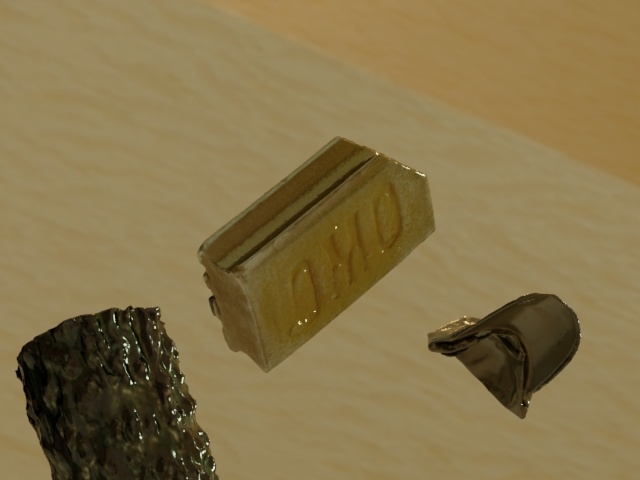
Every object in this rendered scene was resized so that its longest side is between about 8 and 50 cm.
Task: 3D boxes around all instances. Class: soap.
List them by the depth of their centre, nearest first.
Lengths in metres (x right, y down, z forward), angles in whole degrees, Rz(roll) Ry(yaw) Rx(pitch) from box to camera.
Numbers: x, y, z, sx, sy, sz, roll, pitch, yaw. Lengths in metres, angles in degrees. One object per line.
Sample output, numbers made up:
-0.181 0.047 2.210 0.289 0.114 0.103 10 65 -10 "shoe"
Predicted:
0.000 0.000 1.726 0.232 0.073 0.140 -39 141 -25 "soap"

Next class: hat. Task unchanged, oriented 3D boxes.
0.226 0.114 2.148 0.175 0.147 0.085 -39 -164 31 "hat"

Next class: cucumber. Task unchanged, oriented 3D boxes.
-0.073 0.215 1.006 0.096 0.096 0.359 -42 -116 54 "cucumber"
